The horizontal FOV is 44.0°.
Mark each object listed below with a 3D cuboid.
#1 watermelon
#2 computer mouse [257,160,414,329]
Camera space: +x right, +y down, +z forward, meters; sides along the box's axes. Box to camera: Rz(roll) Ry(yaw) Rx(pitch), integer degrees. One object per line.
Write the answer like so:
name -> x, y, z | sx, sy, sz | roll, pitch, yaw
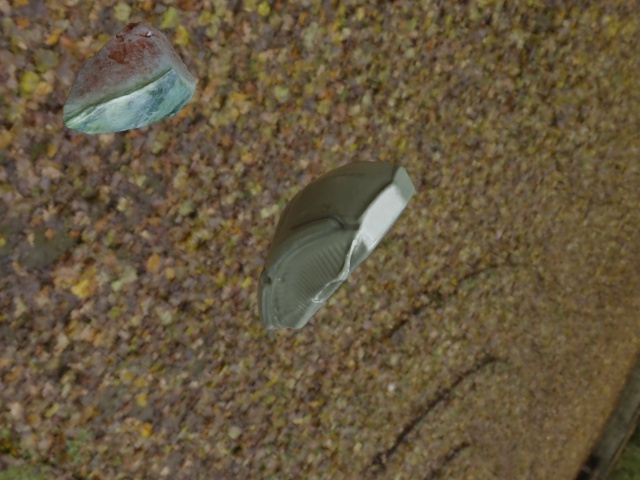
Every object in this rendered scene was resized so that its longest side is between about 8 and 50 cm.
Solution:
watermelon -> -0.195, -0.169, 0.831 | 0.081, 0.094, 0.180 | -50, -176, 44
computer mouse -> -0.004, -0.001, 1.268 | 0.228, 0.145, 0.429 | -55, -178, -37
